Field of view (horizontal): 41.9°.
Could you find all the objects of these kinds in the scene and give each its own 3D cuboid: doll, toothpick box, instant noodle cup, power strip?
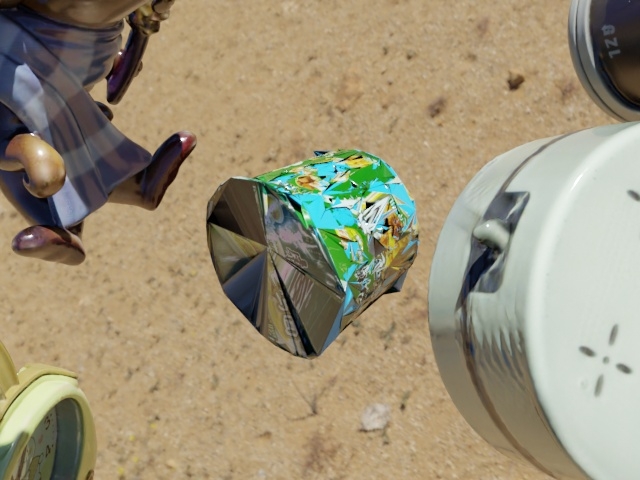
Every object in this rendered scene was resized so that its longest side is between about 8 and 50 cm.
[{"bbox_3d":[-0.224,-0.171,0.787,0.209,0.340,0.318,5,33,-2],"label":"doll"},{"bbox_3d":[0.425,-0.230,0.804,0.229,0.229,0.316,-59,20,-12],"label":"toothpick box"},{"bbox_3d":[0.000,0.000,1.014,0.178,0.240,0.240,-29,30,-37],"label":"instant noodle cup"},{"bbox_3d":[0.265,0.055,0.754,0.358,0.357,0.161,-61,22,-13],"label":"power strip"}]

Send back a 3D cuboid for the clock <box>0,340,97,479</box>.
[{"bbox_3d":[-0.222,0.160,0.573,0.069,0.232,0.170,12,44,7],"label":"clock"}]
